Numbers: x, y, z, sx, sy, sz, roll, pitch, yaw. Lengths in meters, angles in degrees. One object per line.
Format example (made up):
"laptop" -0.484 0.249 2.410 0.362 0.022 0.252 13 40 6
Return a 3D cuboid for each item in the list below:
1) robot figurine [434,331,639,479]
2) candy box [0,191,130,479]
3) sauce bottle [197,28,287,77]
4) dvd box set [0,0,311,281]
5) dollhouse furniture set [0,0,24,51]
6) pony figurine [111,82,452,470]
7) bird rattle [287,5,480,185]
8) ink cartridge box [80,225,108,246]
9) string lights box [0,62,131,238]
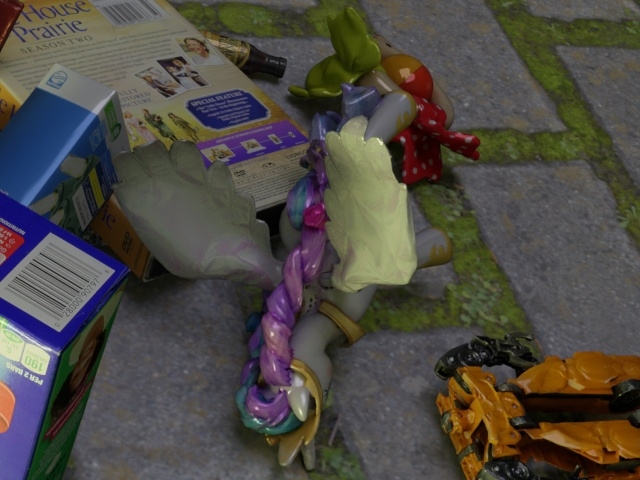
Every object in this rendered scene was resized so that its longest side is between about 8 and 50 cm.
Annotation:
"robot figurine" 0.250 0.194 1.537 0.291 0.085 0.211 2 46 -24
"candy box" -0.323 0.093 1.197 0.268 0.317 0.122 29 43 7
"sauce bottle" -0.106 -0.232 1.836 0.128 0.042 0.042 11 43 -12
"dvd box set" -0.206 -0.145 1.659 0.308 0.062 0.420 -21 55 -44
"dollhouse furniture set" -0.526 -0.254 1.494 0.374 0.152 0.201 29 18 5
"pony figurine" 0.000 0.000 1.461 0.303 0.351 0.363 1 35 27
"bird rattle" 0.104 -0.188 1.835 0.253 0.143 0.207 34 26 5
"ink cartridge box" -0.274 -0.026 1.556 0.115 0.029 0.063 2 45 -24
"string lights box" -0.286 -0.027 1.403 0.077 0.133 0.259 25 64 15
